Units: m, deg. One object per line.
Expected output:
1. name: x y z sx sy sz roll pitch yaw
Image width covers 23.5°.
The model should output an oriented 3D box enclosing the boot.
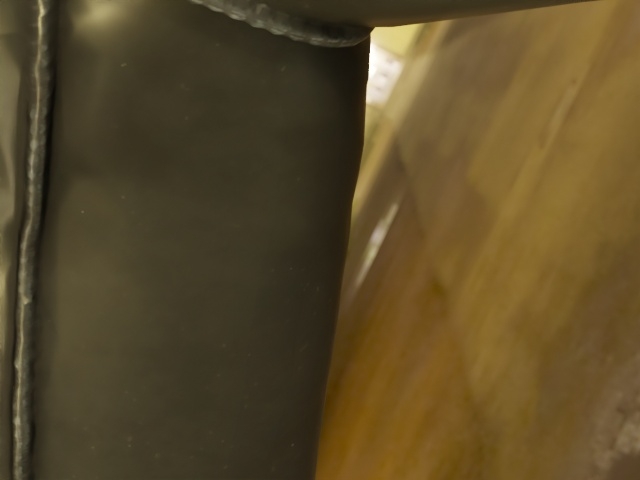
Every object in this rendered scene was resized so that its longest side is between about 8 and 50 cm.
1. boot: -0.002 -0.001 0.517 0.146 0.367 0.445 -70 -6 -56
